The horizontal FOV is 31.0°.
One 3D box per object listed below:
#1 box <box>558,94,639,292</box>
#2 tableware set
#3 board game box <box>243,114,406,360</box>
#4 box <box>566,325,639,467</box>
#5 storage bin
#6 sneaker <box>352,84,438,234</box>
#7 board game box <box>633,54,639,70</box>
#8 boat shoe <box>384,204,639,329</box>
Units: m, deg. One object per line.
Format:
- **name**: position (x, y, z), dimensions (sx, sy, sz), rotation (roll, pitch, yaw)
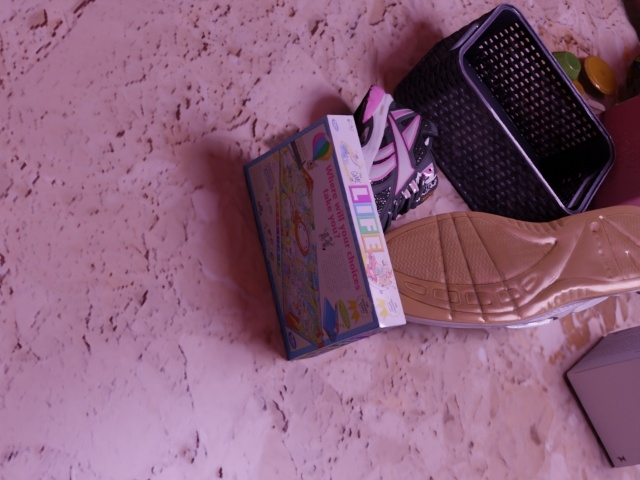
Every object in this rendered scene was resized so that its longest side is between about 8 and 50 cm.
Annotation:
- **box**: position (0.352, -0.060, 1.065), dimensions (0.149, 0.232, 0.126), rotation (31, 55, -27)
- **tableware set**: position (0.300, -0.143, 1.202), dimensions (0.154, 0.024, 0.104), rotation (12, 57, -35)
- **board game box**: position (0.000, 0.000, 0.832), dimensions (0.026, 0.103, 0.154), rotation (-4, 76, -41)
- **box**: position (0.298, 0.134, 1.030), dimensions (0.087, 0.102, 0.101), rotation (-31, 95, -41)
- **storage bin**: position (0.166, -0.103, 1.029), dimensions (0.180, 0.084, 0.122), rotation (51, 48, -11)
- **sneaker**: position (0.055, -0.046, 0.899), dimensions (0.077, 0.072, 0.178), rotation (20, 56, -6)
- **board game box**: position (0.406, -0.140, 1.206), dimensions (0.141, 0.048, 0.170), rotation (51, 8, -12)
- **boat shoe**: position (0.157, 0.034, 0.959), dimensions (0.277, 0.096, 0.098), rotation (-3, 68, -19)
